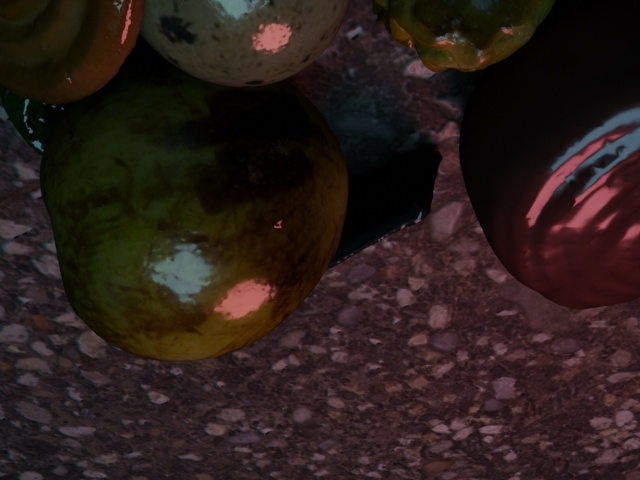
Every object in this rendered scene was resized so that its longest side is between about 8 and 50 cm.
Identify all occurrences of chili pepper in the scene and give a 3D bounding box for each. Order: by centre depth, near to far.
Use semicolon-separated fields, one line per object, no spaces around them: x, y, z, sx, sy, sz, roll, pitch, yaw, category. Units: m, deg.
-0.247;-0.173;0.752;0.100;0.074;0.257;9;142;-1;chili pepper

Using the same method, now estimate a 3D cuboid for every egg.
-0.075;-0.222;0.636;0.177;0.177;0.228;-25;114;21;egg

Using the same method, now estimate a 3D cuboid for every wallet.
0.000;0.001;0.906;0.285;0.146;0.030;-30;113;25;wallet

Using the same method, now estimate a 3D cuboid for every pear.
-0.107;-0.032;0.767;0.284;0.283;0.283;-2;138;-2;pear

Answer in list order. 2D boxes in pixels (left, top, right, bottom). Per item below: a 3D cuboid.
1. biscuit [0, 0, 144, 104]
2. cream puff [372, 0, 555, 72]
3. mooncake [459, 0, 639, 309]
-0.225;-0.220;0.611;0.262;0.037;0.261;18;124;29;biscuit
0.115;-0.202;0.720;0.146;0.146;0.116;-2;176;-2;cream puff
0.296;-0.067;0.804;0.334;0.174;0.325;-4;144;-9;mooncake
